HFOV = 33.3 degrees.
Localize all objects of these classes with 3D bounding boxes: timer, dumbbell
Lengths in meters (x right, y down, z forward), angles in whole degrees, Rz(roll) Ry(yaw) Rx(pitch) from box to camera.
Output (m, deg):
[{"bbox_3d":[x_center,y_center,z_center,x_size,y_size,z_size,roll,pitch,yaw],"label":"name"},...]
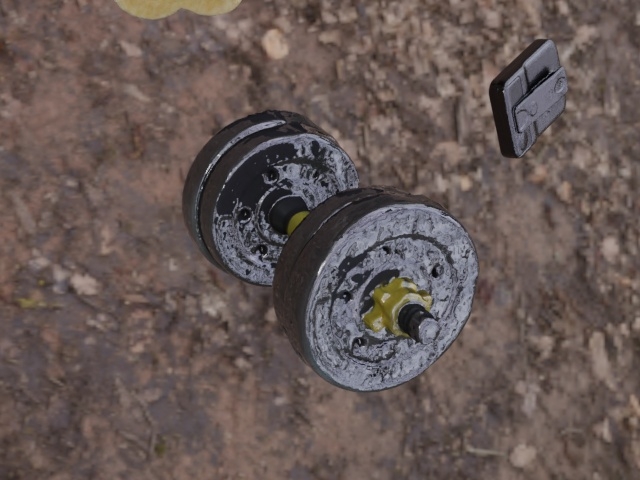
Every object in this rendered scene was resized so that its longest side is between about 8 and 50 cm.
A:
[{"bbox_3d":[0.350,-0.236,1.767,0.187,0.055,0.144,-44,128,-35],"label":"timer"},{"bbox_3d":[0.000,0.000,1.017,0.185,0.388,0.185,-13,119,-25],"label":"dumbbell"}]

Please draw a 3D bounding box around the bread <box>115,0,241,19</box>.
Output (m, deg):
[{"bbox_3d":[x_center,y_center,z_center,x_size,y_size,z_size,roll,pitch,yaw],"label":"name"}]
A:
[{"bbox_3d":[-0.203,-0.406,1.400,0.316,0.316,0.054,36,42,-46],"label":"bread"}]
